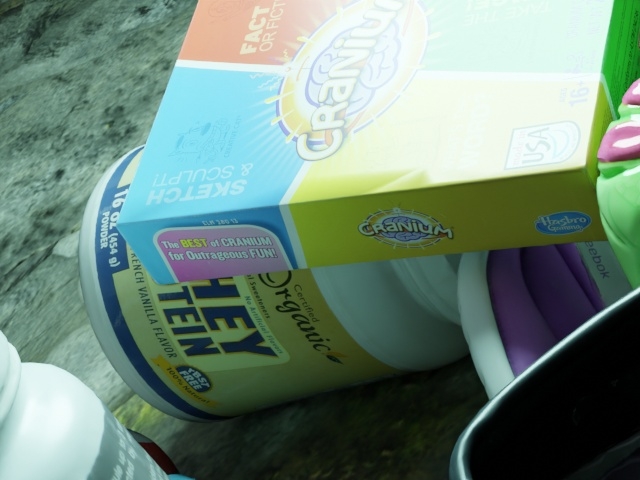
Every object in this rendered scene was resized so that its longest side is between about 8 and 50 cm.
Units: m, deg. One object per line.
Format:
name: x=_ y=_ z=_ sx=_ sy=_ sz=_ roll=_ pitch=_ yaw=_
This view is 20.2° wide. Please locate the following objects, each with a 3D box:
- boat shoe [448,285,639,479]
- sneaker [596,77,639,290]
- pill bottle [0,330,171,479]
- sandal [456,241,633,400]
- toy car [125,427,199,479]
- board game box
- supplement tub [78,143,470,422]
boat shoe: x=0.274 y=0.029 z=0.853 sx=0.500 sy=0.156 sz=0.187 roll=-35 pitch=34 yaw=1
sneaker: x=0.354 y=-0.100 z=1.092 sx=0.482 sy=0.202 sz=0.185 roll=-36 pitch=46 yaw=-17
pill bottle: x=-0.169 y=0.205 z=1.073 sx=0.204 sy=0.361 sz=0.204 roll=-29 pitch=27 yaw=17
sandal: x=0.180 y=0.008 z=1.153 sx=0.102 sy=0.169 sz=0.416 roll=-46 pitch=18 yaw=31
toy car: x=-0.232 y=0.182 z=1.327 sx=0.210 sy=0.238 sz=0.219 roll=-49 pitch=29 yaw=-22
board game box: x=0.046 y=-0.095 z=1.160 sx=0.316 sy=0.064 sz=0.242 roll=-7 pitch=47 yaw=26
supplement tub: x=0.000 y=0.000 z=1.340 sx=0.316 sy=0.228 sz=0.228 roll=-18 pitch=33 yaw=36
